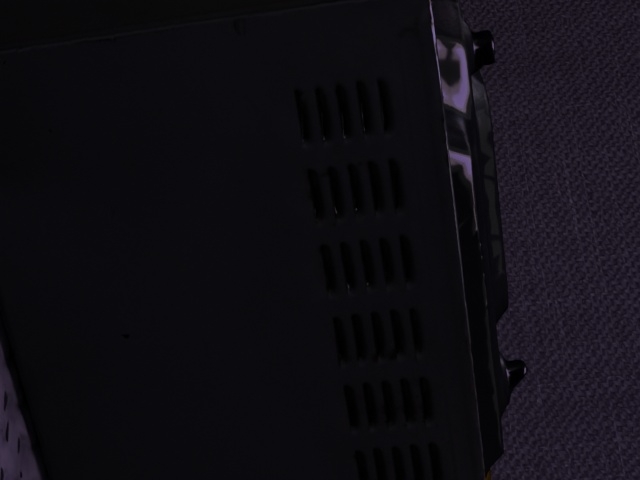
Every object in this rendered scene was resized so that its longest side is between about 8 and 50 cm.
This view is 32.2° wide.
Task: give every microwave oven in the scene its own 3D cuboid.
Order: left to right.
[{"bbox_3d":[-0.017,-0.049,0.595,0.355,0.218,0.286,-82,162,-69],"label":"microwave oven"}]

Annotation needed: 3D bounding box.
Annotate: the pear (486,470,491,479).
[{"bbox_3d":[0.055,0.207,1.026,0.209,0.209,0.209,-8,90,-84],"label":"pear"}]
